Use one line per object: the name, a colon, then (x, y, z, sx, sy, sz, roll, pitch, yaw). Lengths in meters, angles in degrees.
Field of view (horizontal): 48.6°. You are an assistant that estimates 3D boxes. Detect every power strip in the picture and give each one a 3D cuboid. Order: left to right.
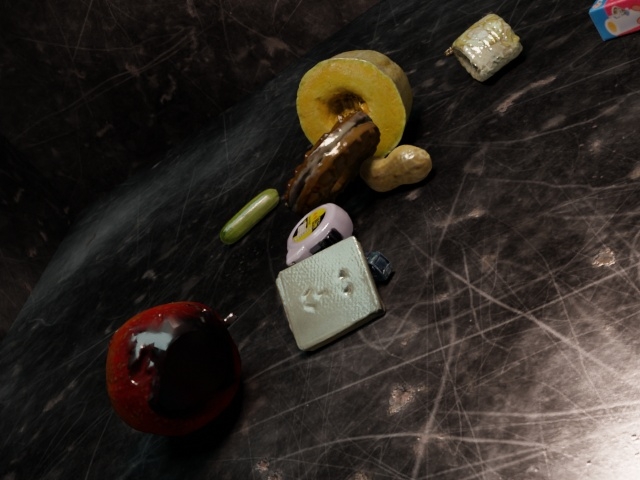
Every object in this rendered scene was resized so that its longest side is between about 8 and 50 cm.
power strip: (0.025, 0.119, 1.512, 0.213, 0.064, 0.198, -28, 61, 17)

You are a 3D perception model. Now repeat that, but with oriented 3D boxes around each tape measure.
tape measure: (0.003, -0.001, 1.751, 0.178, 0.105, 0.196, -36, 22, 22)

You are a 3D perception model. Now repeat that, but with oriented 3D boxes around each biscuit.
biscuit: (0.035, -0.196, 1.877, 0.332, 0.103, 0.332, -48, -10, -11)

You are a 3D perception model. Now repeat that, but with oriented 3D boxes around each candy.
candy: (0.806, -0.583, 1.656, 0.306, 0.100, 0.157, -5, 42, 50)

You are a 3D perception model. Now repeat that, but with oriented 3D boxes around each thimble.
thimble: (0.470, -0.539, 1.996, 0.143, 0.137, 0.190, -35, 35, 7)

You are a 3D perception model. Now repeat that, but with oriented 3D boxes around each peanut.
peanut: (0.186, -0.183, 1.814, 0.229, 0.098, 0.103, -12, 17, 44)

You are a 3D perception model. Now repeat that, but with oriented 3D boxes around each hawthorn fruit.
hawthorn fruit: (-0.309, 0.270, 1.483, 0.316, 0.316, 0.316, -31, 25, 16)

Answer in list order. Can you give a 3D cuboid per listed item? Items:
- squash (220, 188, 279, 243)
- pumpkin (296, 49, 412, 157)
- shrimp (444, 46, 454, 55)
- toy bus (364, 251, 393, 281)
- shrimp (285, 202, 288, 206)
squash: (-0.220, -0.077, 2.225, 0.239, 0.069, 0.069, -44, 25, -10)
pumpkin: (0.120, -0.400, 2.056, 0.332, 0.332, 0.199, -17, 19, 39)
shrimp: (0.456, -0.646, 2.342, 0.108, 0.023, 0.059, -34, 15, 10)
toy bus: (0.081, 0.064, 1.563, 0.166, 0.065, 0.047, -12, 34, 47)
shrimp: (-0.035, -0.169, 2.166, 0.188, 0.051, 0.132, -33, 12, -6)
